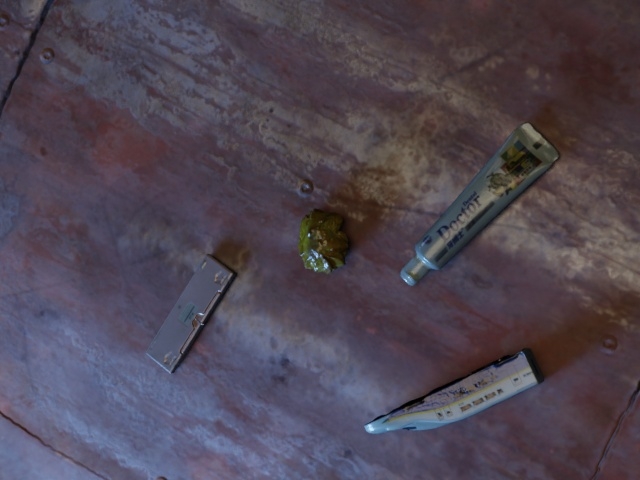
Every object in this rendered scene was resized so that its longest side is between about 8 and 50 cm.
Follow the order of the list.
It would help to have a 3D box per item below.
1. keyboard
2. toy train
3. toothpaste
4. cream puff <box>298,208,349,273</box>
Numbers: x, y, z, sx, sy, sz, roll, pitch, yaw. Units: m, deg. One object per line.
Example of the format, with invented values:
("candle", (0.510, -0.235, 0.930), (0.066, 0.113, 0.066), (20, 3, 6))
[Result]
("keyboard", (-0.176, 0.101, 2.020), (0.055, 0.017, 0.166), (36, 98, 24))
("toy train", (0.166, 0.205, 1.864), (0.234, 0.052, 0.051), (-28, 81, 16))
("toothpaste", (0.195, -0.040, 1.884), (0.255, 0.037, 0.067), (-46, 72, 7))
("cream puff", (0.000, 0.000, 1.939), (0.083, 0.058, 0.083), (23, 95, 23))
